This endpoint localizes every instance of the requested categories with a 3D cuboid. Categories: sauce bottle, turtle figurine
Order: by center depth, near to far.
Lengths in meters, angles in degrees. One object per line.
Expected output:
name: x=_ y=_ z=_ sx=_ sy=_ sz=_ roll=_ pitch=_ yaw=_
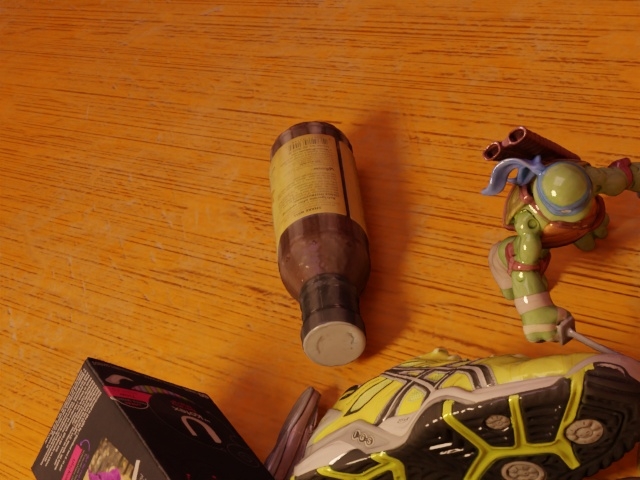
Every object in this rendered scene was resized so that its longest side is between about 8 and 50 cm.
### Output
turtle figurine: x=0.263 y=0.018 z=1.345 sx=0.266 sy=0.274 sz=0.198 roll=92 pitch=-165 yaw=-85
sauce bottle: x=0.000 y=0.000 z=1.643 sx=0.111 sy=0.111 sz=0.344 roll=-27 pitch=36 yaw=17

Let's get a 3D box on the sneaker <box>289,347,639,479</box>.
sneaker: x=0.128 y=0.154 z=1.313 sx=0.384 sy=0.145 sz=0.147 roll=-20 pitch=38 yaw=36

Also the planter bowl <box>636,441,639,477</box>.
planter bowl: x=0.352 y=0.144 z=1.197 sx=0.217 sy=0.090 sz=0.217 roll=-23 pitch=40 yaw=21

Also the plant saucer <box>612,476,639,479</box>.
plant saucer: x=0.243 y=0.272 z=1.175 sx=0.168 sy=0.029 sz=0.168 roll=-28 pitch=46 yaw=33

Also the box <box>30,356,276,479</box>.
box: x=-0.159 y=0.255 z=1.438 sx=0.143 sy=0.165 sz=0.270 roll=-62 pitch=36 yaw=10

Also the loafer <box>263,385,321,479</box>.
loafer: x=-0.025 y=0.214 z=1.509 sx=0.125 sy=0.039 sz=0.045 roll=-61 pitch=8 yaw=-31
